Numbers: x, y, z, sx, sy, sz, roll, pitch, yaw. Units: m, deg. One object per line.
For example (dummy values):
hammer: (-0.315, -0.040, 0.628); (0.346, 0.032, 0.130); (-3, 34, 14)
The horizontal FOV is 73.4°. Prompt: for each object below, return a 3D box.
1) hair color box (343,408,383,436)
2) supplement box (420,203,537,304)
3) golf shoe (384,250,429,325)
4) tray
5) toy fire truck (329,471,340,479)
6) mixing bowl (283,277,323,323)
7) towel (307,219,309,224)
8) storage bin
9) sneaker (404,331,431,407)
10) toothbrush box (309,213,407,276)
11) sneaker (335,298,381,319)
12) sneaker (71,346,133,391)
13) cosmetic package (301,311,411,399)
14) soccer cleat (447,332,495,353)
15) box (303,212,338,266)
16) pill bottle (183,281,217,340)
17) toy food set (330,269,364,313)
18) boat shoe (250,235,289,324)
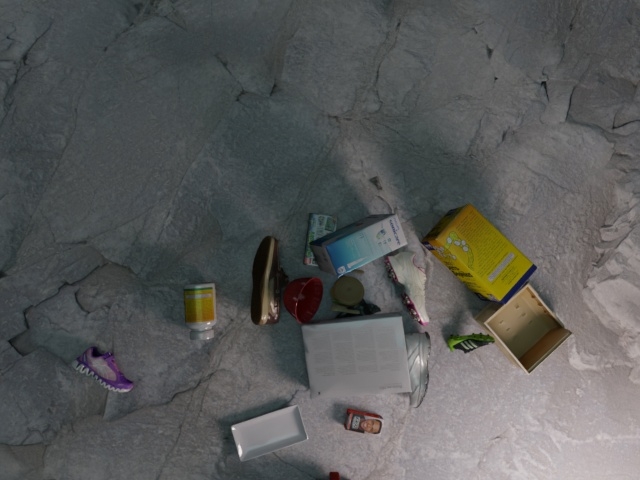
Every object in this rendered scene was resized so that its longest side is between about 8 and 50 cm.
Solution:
hair color box: (0.168, 0.711, 1.676); (0.141, 0.043, 0.071); (13, 85, -4)
supplement box: (0.604, 0.055, 1.669); (0.356, 0.194, 0.195); (43, 85, 0)
golf shoe: (0.372, 0.182, 1.689); (0.140, 0.115, 0.306); (-26, 90, -8)
tray: (-0.196, 0.737, 1.657); (0.271, 0.030, 0.145); (-16, 89, -5)
toy fire truck: (0.064, 1.023, 1.546); (0.170, 0.254, 0.301); (-1, 87, -4)
mixing bowl: (-0.079, 0.214, 1.641); (0.098, 0.181, 0.181); (16, 85, 29)
towel: (-0.009, -0.059, 1.726); (0.084, 0.009, 0.060); (-8, 87, -4)
storage bin: (0.801, 0.333, 1.702); (0.260, 0.123, 0.262); (-40, 89, -5)
sneaker: (0.363, 0.501, 1.687); (0.130, 0.111, 0.296); (2, 85, 16)
toothbrush box: (0.136, 0.010, 1.600); (0.296, 0.216, 0.126); (-23, 99, -14)
sneaker: (0.147, 0.292, 1.695); (0.170, 0.051, 0.089); (-36, 85, -8)
sneaker: (-0.798, 0.476, 1.604); (0.237, 0.095, 0.104); (31, 78, -1)
cosmetic package: (0.134, 0.433, 1.622); (0.378, 0.097, 0.283); (-7, 89, 8)
soccer cleat: (0.596, 0.407, 1.696); (0.179, 0.060, 0.072); (-8, 100, 25)
box: (0.000, 0.000, 1.702); (0.114, 0.036, 0.206); (8, 90, -5)
pill bottle: (-0.452, 0.265, 1.623); (0.118, 0.117, 0.208); (-4, 88, -4)
toy food set: (0.106, 0.199, 1.693); (0.133, 0.038, 0.191); (10, 62, 1)
boat shoe: (-0.187, 0.155, 1.662); (0.123, 0.123, 0.341); (8, 82, -33)
